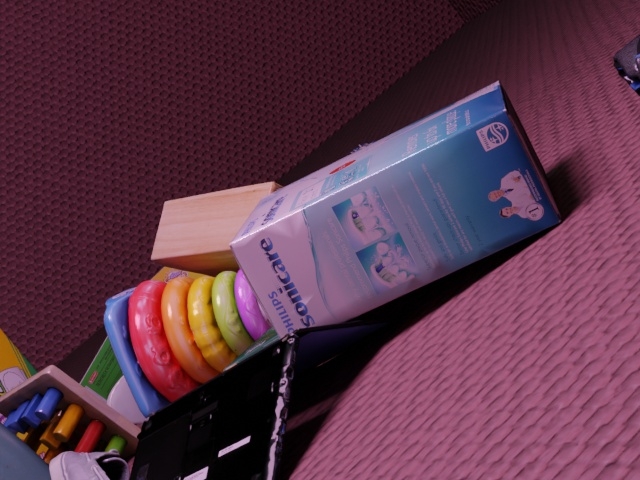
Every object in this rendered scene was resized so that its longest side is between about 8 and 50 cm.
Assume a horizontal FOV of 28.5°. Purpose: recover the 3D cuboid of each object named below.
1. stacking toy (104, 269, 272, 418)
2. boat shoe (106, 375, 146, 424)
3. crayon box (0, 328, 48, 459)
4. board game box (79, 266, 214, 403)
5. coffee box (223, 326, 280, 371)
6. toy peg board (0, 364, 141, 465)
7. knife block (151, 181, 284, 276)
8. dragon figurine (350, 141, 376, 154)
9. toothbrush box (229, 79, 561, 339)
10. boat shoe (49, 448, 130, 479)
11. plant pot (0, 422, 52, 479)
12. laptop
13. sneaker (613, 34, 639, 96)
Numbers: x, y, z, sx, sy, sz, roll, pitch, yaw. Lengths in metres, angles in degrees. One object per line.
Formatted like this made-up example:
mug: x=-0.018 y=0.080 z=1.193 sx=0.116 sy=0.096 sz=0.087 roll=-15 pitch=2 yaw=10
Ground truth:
stacking toy: x=-0.104 y=0.096 z=1.577 sx=0.302 sy=0.165 sz=0.175 roll=-20 pitch=3 yaw=18
boat shoe: x=-0.210 y=0.186 z=1.722 sx=0.219 sy=0.077 sz=0.070 roll=-34 pitch=4 yaw=-39
crayon box: x=-0.564 y=0.270 z=1.954 sx=0.106 sy=0.313 sz=0.363 roll=-36 pitch=8 yaw=19
board game box: x=-0.268 y=0.132 z=2.061 sx=0.242 sy=0.064 sz=0.316 roll=-56 pitch=-3 yaw=30
coffee box: x=-0.017 y=0.096 z=1.409 sx=0.113 sy=0.040 sz=0.184 roll=-33 pitch=4 yaw=42
toy peg board: x=-0.328 y=0.254 z=1.585 sx=0.161 sy=0.161 sz=0.079 roll=-31 pitch=26 yaw=45
knife block: x=-0.076 y=-0.020 z=1.575 sx=0.242 sy=0.276 sz=0.088 roll=98 pitch=-177 yaw=-70
dragon figurine: x=0.000 y=-0.051 z=2.089 sx=0.289 sy=0.085 sz=0.144 roll=-39 pitch=5 yaw=35
toothbrush box: x=0.077 y=-0.032 z=1.275 sx=0.295 sy=0.126 sz=0.216 roll=-27 pitch=10 yaw=13
boat shoe: x=-0.243 y=0.271 z=1.376 sx=0.081 sy=0.079 sz=0.227 roll=-30 pitch=11 yaw=-9
plant pot: x=-0.462 y=0.319 z=1.476 sx=0.293 sy=0.235 sz=0.293 roll=-38 pitch=7 yaw=6
laptop: x=-0.058 y=0.189 z=1.200 sx=0.234 sy=0.136 sz=0.264 roll=-33 pitch=34 yaw=37
sneaker: x=0.375 y=-0.222 z=1.358 sx=0.121 sy=0.079 sz=0.217 roll=-32 pitch=11 yaw=31
